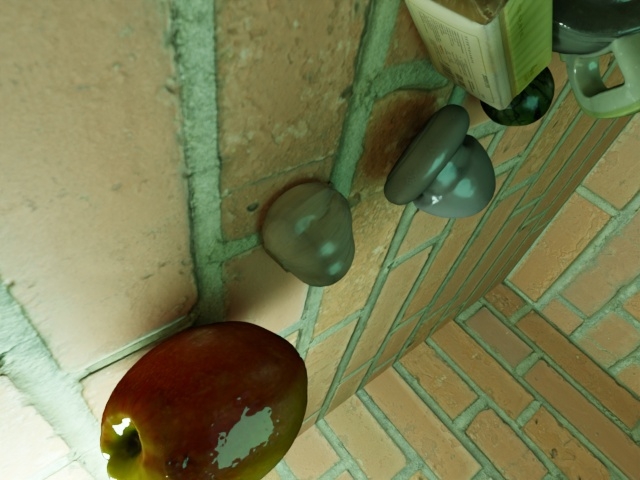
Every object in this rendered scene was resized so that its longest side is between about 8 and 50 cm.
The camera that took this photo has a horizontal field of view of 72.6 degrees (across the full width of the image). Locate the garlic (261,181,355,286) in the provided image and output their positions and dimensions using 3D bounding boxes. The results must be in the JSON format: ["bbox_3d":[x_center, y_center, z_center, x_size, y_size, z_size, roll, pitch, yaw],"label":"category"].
[{"bbox_3d":[0.000,0.000,0.781,0.178,0.143,0.229,-42,145,0],"label":"garlic"}]

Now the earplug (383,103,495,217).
[{"bbox_3d":[0.241,-0.140,0.863,0.214,0.175,0.326,-54,151,15],"label":"earplug"}]

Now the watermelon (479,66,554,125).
[{"bbox_3d":[0.384,-0.302,0.864,0.187,0.140,0.140,9,123,-53],"label":"watermelon"}]

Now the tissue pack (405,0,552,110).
[{"bbox_3d":[0.224,-0.309,0.613,0.125,0.159,0.234,-49,152,11],"label":"tissue pack"}]

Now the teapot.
[{"bbox_3d":[0.447,-0.374,0.681,0.239,0.321,0.239,-43,173,12],"label":"teapot"}]

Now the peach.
[{"bbox_3d":[-0.187,0.299,0.787,0.373,0.290,0.372,-36,156,-19],"label":"peach"}]
